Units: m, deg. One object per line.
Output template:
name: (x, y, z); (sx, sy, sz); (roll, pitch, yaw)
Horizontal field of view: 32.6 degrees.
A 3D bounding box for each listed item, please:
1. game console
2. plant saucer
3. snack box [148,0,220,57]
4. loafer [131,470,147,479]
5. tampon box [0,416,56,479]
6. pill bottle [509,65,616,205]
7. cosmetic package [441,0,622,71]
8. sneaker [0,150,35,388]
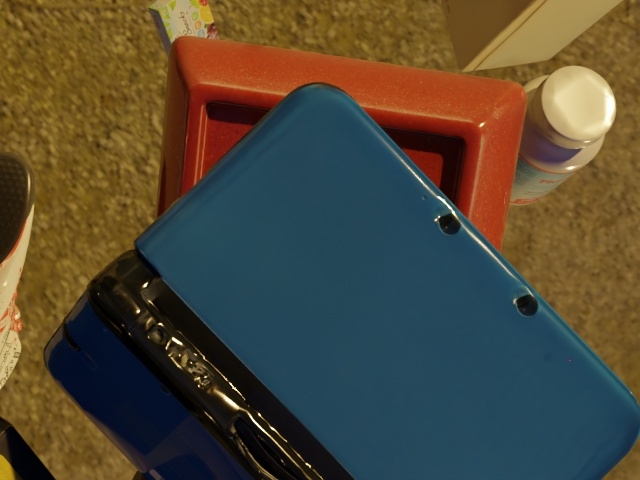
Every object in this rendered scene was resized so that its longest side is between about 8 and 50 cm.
game console: (0.000, 0.096, 0.697); (0.173, 0.293, 0.250); (-44, -178, -33)
plant saucer: (0.000, 0.000, 0.785); (0.258, 0.048, 0.259); (9, 106, 6)
snack box: (-0.238, -0.378, 1.941); (0.100, 0.037, 0.141); (-42, 138, -23)
loafer: (-0.074, 0.167, 0.864); (0.302, 0.095, 0.109); (-60, 172, -49)
tampon box: (-0.269, 0.164, 0.763); (0.101, 0.161, 0.120); (-48, 141, -25)
pill bottle: (0.195, -0.092, 0.961); (0.087, 0.087, 0.160); (-30, 173, -16)
cosmetic package: (0.212, -0.283, 0.993); (0.113, 0.160, 0.309); (-11, 170, -15)
sneaker: (-0.342, 0.046, 1.102); (0.145, 0.090, 0.270); (99, 6, -87)
